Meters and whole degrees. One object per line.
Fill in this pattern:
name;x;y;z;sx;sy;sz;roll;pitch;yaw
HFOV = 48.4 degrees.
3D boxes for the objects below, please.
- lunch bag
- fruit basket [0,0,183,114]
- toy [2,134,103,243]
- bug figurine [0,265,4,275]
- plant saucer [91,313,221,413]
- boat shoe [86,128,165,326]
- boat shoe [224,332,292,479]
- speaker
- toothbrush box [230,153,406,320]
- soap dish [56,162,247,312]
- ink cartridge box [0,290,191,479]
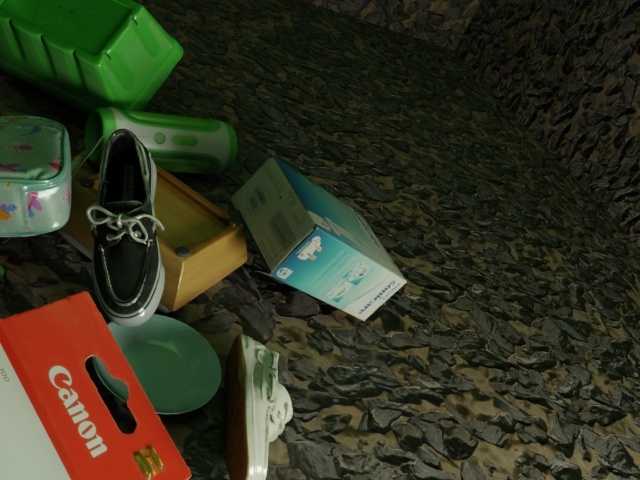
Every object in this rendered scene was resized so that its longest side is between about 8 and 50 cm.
lunch bag;-0.511;-0.104;1.042;0.279;0.108;0.224;-1;37;-17
fruit basket;-0.497;-0.412;1.592;0.392;0.392;0.283;30;72;3
toy;-0.466;-0.105;1.215;0.056;0.137;0.237;46;26;-26
bug figurine;-0.580;-0.005;1.050;0.216;0.072;0.279;10;35;-27
plant saucer;-0.245;0.190;1.059;0.194;0.037;0.195;20;31;-13
boat shoe;-0.296;-0.026;1.090;0.113;0.105;0.306;1;67;-1
boat shoe;-0.084;0.245;1.045;0.096;0.098;0.277;16;32;-17
speaker;-0.327;-0.203;1.484;0.296;0.131;0.131;0;41;-37
toothbrush box;0.000;0.000;1.347;0.295;0.126;0.216;28;23;-47
soap dish;-0.292;-0.023;1.255;0.290;0.118;0.229;34;32;12
ink cartridge box;-0.344;0.216;0.812;0.385;0.091;0.308;-20;73;-50
